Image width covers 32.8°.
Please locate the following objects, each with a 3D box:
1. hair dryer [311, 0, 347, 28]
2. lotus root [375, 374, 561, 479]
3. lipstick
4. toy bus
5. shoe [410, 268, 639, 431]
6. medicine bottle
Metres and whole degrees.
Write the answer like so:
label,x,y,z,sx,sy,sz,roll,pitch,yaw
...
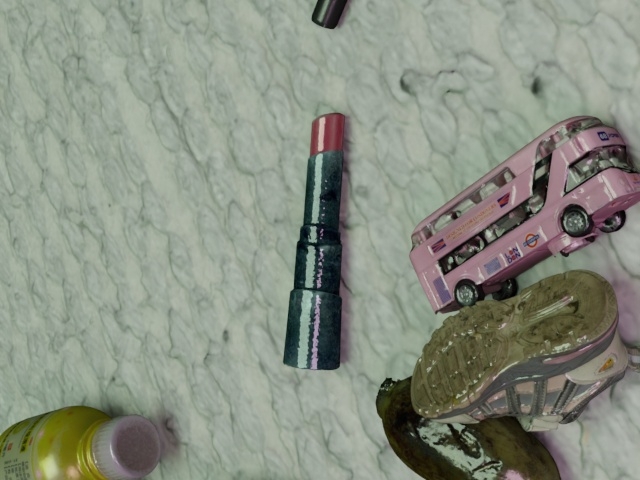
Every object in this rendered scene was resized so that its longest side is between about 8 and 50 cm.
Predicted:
label,x,y,z,sx,sy,sz,roll,pitch,yaw
hair dryer,-0.007,-0.232,0.997,0.083,0.026,0.047,43,120,34
lotus root,0.117,0.166,0.887,0.179,0.080,0.089,30,113,33
lipstick,0.000,0.000,0.997,0.053,0.053,0.234,10,99,41
toy bus,0.155,-0.015,0.848,0.203,0.063,0.090,-37,70,39
shoe,0.158,0.095,0.827,0.180,0.092,0.089,-30,37,27
medicine bottle,-0.267,0.243,1.212,0.212,0.121,0.122,-21,80,41
